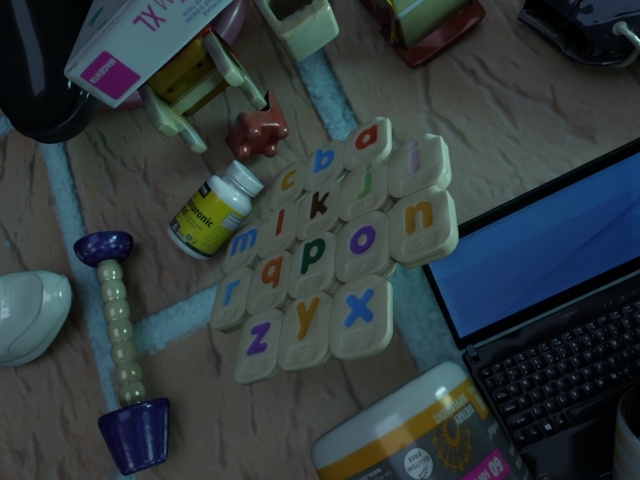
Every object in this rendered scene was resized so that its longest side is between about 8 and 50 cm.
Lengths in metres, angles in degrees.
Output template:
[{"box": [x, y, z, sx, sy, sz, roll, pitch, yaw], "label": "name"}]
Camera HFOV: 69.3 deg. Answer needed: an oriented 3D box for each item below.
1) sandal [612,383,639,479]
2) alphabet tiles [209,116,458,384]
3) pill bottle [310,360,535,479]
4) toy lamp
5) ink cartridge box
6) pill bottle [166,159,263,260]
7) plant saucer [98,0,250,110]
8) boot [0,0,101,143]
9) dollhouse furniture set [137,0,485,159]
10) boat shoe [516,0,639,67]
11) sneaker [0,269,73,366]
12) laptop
[{"box": [0.279, 0.212, 0.365, 0.076, 0.102, 0.266, -14, 93, 26], "label": "sandal"}, {"box": [0.000, 0.000, 0.467, 0.284, 0.021, 0.278, -24, 44, 32], "label": "alphabet tiles"}, {"box": [0.122, 0.257, 0.379, 0.162, 0.162, 0.279, -33, 71, 4], "label": "pill bottle"}, {"box": [-0.234, 0.125, 0.544, 0.080, 0.080, 0.275, -23, 72, 7], "label": "toy lamp"}, {"box": [-0.161, -0.297, 0.488, 0.185, 0.065, 0.311, -29, 49, 24], "label": "ink cartridge box"}, {"box": [-0.124, -0.037, 0.556, 0.116, 0.065, 0.065, -47, 71, 7], "label": "pill bottle"}, {"box": [-0.244, -0.327, 0.654, 0.331, 0.084, 0.333, -4, 75, 13], "label": "plant saucer"}, {"box": [-0.393, -0.341, 0.415, 0.146, 0.445, 0.368, -9, 74, 12], "label": "boot"}, {"box": [-0.011, -0.248, 0.525, 0.374, 0.201, 0.152, -33, 71, 11], "label": "dollhouse furniture set"}, {"box": [0.365, -0.220, 0.468, 0.158, 0.127, 0.340, -46, 63, 7], "label": "boat shoe"}, {"box": [-0.458, 0.107, 0.566, 0.304, 0.152, 0.114, -17, 71, 8], "label": "sneaker"}, {"box": [0.248, 0.084, 0.404, 0.234, 0.136, 0.265, -26, 72, 7], "label": "laptop"}]
